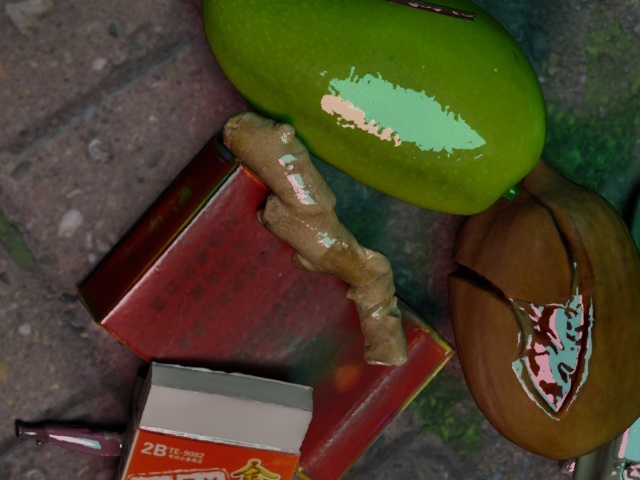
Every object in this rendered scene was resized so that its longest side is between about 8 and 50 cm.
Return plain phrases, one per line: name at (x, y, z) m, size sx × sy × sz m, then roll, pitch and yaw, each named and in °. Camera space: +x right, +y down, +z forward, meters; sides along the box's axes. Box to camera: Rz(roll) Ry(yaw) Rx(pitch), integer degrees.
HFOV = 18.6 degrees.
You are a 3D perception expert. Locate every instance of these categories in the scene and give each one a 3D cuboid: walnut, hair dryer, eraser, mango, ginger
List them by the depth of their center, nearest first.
mango at (0.048, -0.152, 1.753) m, size 0.343 × 0.156 × 0.192 m, roll 27°, pitch 75°, yaw -16°
ginger at (0.000, 0.000, 1.754) m, size 0.089 × 0.075 × 0.288 m, roll -20°, pitch 121°, yaw 21°
eraser at (-0.109, 0.219, 1.835) m, size 0.157 × 0.038 × 0.230 m, roll 10°, pitch 126°, yaw -13°
hair dryer at (-0.212, 0.180, 1.859) m, size 0.154 × 0.054 × 0.106 m, roll -4°, pitch 108°, yaw -15°
walnut at (0.221, 0.063, 1.887) m, size 0.203 × 0.203 × 0.298 m, roll -10°, pitch 94°, yaw -16°

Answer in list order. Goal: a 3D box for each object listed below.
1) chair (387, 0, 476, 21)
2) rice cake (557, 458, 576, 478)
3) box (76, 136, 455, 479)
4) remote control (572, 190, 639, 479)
chair at (-0.012, -0.301, 1.647) m, size 0.325 × 0.160 × 0.170 m, roll 7°, pitch 134°, yaw 1°
rice cake at (0.365, 0.118, 2.037) m, size 0.066 × 0.063 × 0.336 m, roll 33°, pitch 99°, yaw -10°
box at (-0.047, 0.077, 1.851) m, size 0.313 × 0.089 × 0.197 m, roll 41°, pitch 91°, yaw -29°
remote control at (0.347, 0.114, 1.974) m, size 0.128 × 0.065 × 0.335 m, roll 13°, pitch 96°, yaw 9°
